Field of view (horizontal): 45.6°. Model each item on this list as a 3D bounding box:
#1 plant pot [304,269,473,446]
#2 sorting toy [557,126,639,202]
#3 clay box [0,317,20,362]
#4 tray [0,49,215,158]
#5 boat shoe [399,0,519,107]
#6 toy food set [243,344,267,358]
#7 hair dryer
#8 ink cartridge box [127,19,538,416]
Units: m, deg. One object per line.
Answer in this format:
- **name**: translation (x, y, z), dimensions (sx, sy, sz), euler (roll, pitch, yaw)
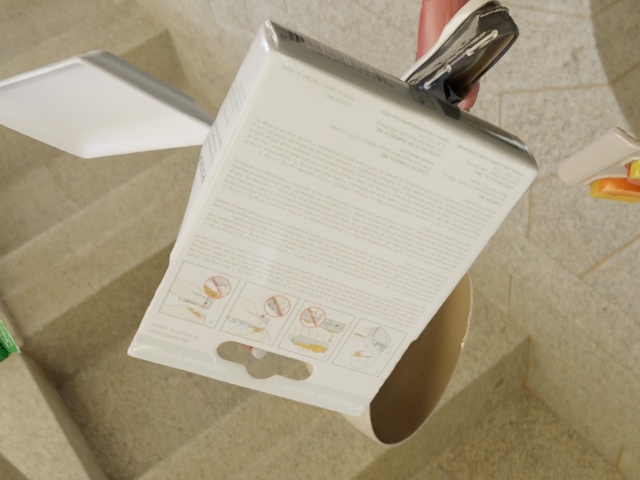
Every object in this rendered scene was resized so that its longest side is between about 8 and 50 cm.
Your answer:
- **plant pot**: translation (0.074, 0.132, 1.125), dimensions (0.191, 0.284, 0.284), euler (20, -122, 33)
- **sorting toy**: translation (0.391, -0.066, 0.847), dimensions (0.208, 0.193, 0.038), euler (12, -97, 0)
- **clay box**: translation (-0.375, 0.075, 0.705), dimensions (0.222, 0.127, 0.053), euler (-15, -162, 42)
- **tray**: translation (-0.209, -0.119, 0.678), dimensions (0.270, 0.145, 0.030), euler (2, -108, 47)
- **boat shoe**: translation (0.092, -0.116, 0.544), dimensions (0.046, 0.125, 0.038), euler (-5, -124, -46)
- **toy food set**: translation (-0.141, 0.136, 1.208), dimensions (0.232, 0.111, 0.104), euler (-34, -137, -12)
- **hair dryer**: translation (0.145, -0.239, 1.017), dimensions (0.080, 0.293, 0.223), euler (-10, -126, -11)
- **ink cartridge box**: translation (0.000, 0.000, 0.507), dimensions (0.189, 0.232, 0.066), euler (20, -148, -21)
